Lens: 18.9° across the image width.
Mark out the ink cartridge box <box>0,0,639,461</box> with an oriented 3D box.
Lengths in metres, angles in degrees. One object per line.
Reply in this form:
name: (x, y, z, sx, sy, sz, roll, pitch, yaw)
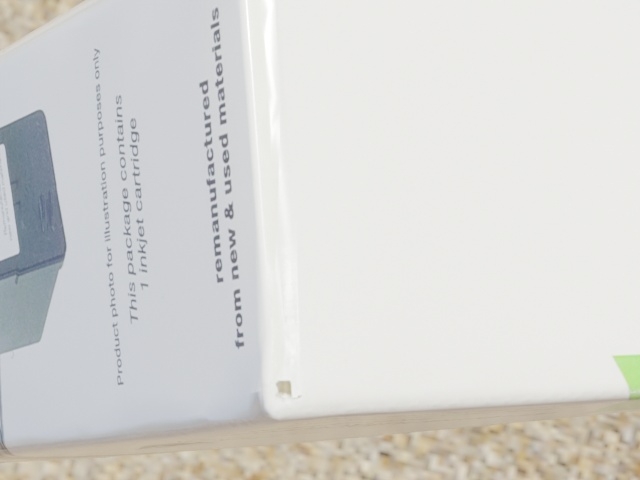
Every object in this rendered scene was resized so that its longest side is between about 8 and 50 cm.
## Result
ink cartridge box: (0.000, 0.000, 0.553, 0.273, 0.198, 0.115, -15, 78, 58)
